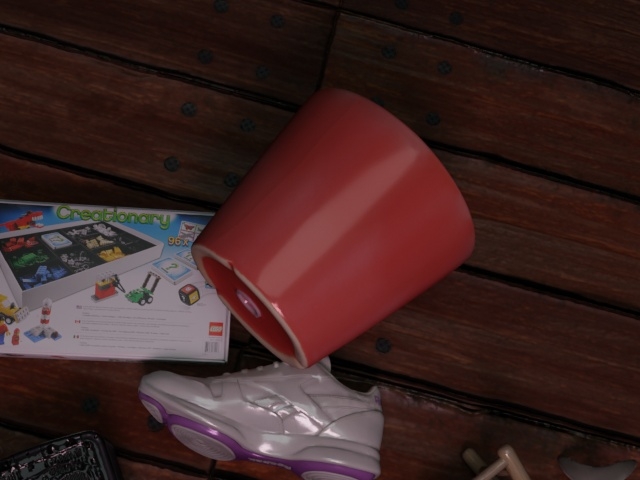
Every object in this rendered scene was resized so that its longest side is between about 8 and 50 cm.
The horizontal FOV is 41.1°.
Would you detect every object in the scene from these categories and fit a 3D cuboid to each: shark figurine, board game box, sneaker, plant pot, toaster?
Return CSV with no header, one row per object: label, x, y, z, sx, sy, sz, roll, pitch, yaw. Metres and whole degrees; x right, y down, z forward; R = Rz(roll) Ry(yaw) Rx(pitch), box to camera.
shark figurine,0.364,0.409,1.035,0.166,0.116,0.278,-32,88,-47
board game box,-0.264,0.054,1.075,0.305,0.053,0.192,4,75,-6
sneaker,-0.067,0.200,1.046,0.305,0.114,0.152,17,60,-6
plant pot,0.000,0.000,1.006,0.243,0.275,0.275,-43,83,-17
toaster,-0.306,0.311,0.972,0.168,0.110,0.185,-20,79,-12

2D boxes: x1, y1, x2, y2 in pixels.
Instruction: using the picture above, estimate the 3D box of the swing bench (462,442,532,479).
swing bench,0.172,0.411,0.973,0.253,0.165,0.254,-34,82,-14
